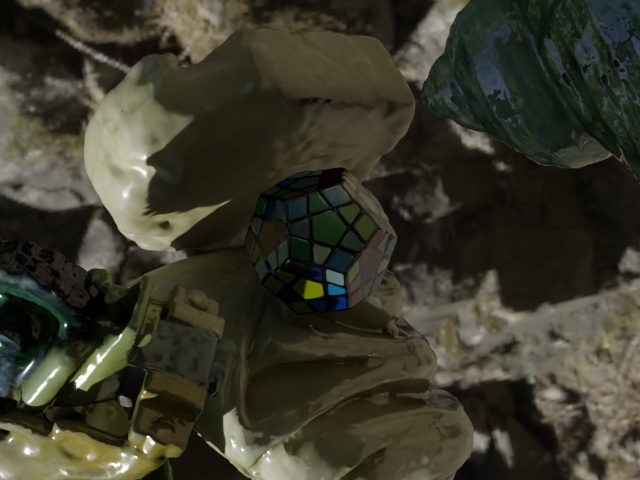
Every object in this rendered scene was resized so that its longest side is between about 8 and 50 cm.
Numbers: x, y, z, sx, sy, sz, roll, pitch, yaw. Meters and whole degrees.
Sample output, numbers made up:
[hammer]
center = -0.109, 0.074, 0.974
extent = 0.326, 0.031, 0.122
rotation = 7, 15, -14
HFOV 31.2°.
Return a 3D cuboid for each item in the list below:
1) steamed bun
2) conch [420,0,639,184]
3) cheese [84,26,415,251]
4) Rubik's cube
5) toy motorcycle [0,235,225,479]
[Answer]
[steamed bun]
center = -0.004, 0.131, 1.155
extent = 0.352, 0.247, 0.339
rotation = 30, 168, 43
[conch]
center = 0.142, -0.092, 0.535
extent = 0.188, 0.121, 0.176
rotation = -12, 89, 56
[cheese]
center = -0.069, -0.101, 1.134
extent = 0.115, 0.326, 0.318
rotation = 65, -177, 19
[Rubik's cube]
center = 0.000, 0.000, 0.996
extent = 0.111, 0.133, 0.133
rotation = 30, 142, 27
[toy motorcycle]
center = -0.214, 0.144, 0.939
extent = 0.410, 0.236, 0.169
rotation = 118, 166, -50
